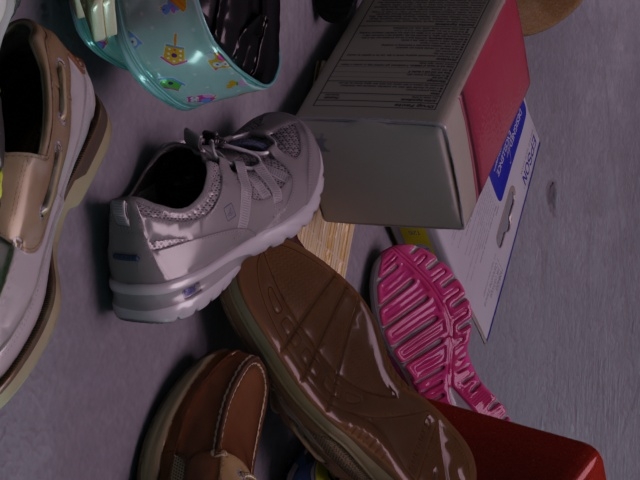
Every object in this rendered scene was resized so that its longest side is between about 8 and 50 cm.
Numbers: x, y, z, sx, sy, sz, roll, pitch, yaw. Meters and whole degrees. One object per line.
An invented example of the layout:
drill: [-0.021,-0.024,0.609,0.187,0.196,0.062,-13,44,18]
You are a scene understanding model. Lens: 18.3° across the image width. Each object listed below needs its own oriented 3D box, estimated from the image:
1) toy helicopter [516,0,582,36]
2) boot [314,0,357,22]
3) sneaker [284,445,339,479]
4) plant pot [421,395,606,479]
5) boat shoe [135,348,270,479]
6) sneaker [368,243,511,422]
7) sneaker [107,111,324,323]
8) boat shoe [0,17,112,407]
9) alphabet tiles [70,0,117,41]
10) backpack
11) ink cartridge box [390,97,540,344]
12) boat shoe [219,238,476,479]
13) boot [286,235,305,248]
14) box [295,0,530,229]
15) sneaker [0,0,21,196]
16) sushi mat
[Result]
toy helicopter: [0.143,-0.364,1.998,0.355,0.235,0.140,59,8,-18]
boot: [0.028,-0.271,1.888,0.099,0.045,0.121,-29,119,-67]
sneaker: [-0.005,0.215,1.869,0.053,0.059,0.144,54,19,-6]
plant pot: [0.121,0.339,1.945,0.236,0.267,0.267,-48,138,-35]
boat shoe: [-0.088,0.241,1.587,0.122,0.120,0.324,62,39,-51]
sneaker: [0.105,0.123,2.062,0.103,0.111,0.252,-23,101,-21]
sneaker: [-0.078,-0.045,1.591,0.281,0.105,0.115,-51,139,-52]
boat shoe: [-0.221,-0.017,1.278,0.103,0.113,0.302,68,24,-43]
alphabet tiles: [-0.173,-0.272,1.233,0.278,0.021,0.284,96,-23,-67]
backpack: [-0.104,-0.189,1.451,0.166,0.144,0.188,33,40,-65]
ink cartridge box: [0.152,-0.097,2.168,0.307,0.072,0.303,68,32,-47]
boat shoe: [0.004,0.137,1.761,0.341,0.110,0.121,53,47,-25]
boot: [-0.050,-0.002,1.747,0.114,0.037,0.106,5,75,-70]
box: [0.092,-0.131,1.870,0.232,0.148,0.127,-62,147,-43]
sneaker: [-0.257,-0.149,1.132,0.147,0.145,0.384,13,72,-49]
sushi mat: [0.000,0.000,1.887,0.151,0.019,0.316,40,56,-60]
